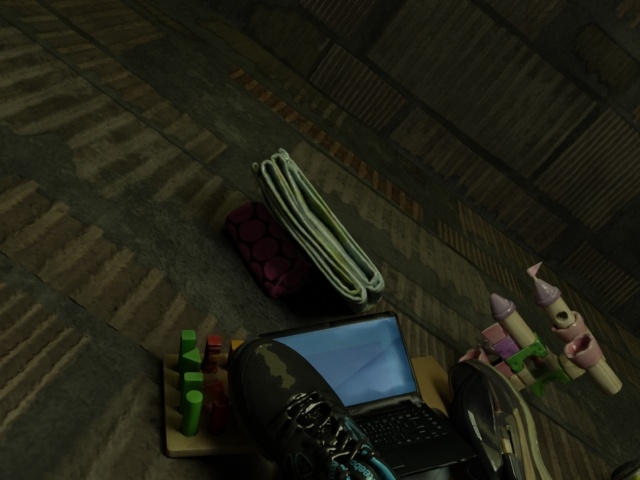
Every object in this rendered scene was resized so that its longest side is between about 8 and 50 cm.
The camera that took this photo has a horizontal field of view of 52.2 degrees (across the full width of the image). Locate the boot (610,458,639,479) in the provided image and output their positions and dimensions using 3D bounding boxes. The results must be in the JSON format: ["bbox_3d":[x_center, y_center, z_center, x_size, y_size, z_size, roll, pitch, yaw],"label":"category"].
[{"bbox_3d":[0.814,0.652,1.426,0.348,0.131,0.260,34,23,-13],"label":"boot"}]

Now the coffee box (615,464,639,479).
[{"bbox_3d":[0.318,0.416,0.593,0.334,0.337,0.338,10,38,-51],"label":"coffee box"}]

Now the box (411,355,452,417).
[{"bbox_3d":[0.244,0.321,1.319,0.164,0.021,0.201,6,39,-53],"label":"box"}]

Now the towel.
[{"bbox_3d":[0.000,0.000,1.284,0.320,0.090,0.374,53,-1,10],"label":"towel"}]

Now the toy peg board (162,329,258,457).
[{"bbox_3d":[-0.121,0.190,0.859,0.160,0.079,0.161,2,36,-17],"label":"toy peg board"}]

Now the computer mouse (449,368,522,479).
[{"bbox_3d":[0.221,0.289,0.903,0.060,0.184,0.262,-1,56,1],"label":"computer mouse"}]

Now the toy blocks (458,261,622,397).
[{"bbox_3d":[0.424,0.213,1.405,0.260,0.288,0.309,49,20,-10],"label":"toy blocks"}]

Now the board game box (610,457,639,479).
[{"bbox_3d":[0.624,0.514,1.169,0.224,0.303,0.097,46,24,18],"label":"board game box"}]

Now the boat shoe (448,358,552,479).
[{"bbox_3d":[0.308,0.365,1.162,0.130,0.132,0.355,13,41,-35],"label":"boat shoe"}]

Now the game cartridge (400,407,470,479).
[{"bbox_3d":[0.207,0.414,0.942,0.297,0.062,0.198,53,35,4],"label":"game cartridge"}]

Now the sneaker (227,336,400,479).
[{"bbox_3d":[0.017,0.241,0.748,0.125,0.140,0.341,-29,72,-31],"label":"sneaker"}]

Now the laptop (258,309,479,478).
[{"bbox_3d":[0.056,0.218,0.933,0.234,0.137,0.264,-9,13,-15],"label":"laptop"}]

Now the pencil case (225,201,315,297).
[{"bbox_3d":[-0.102,0.011,1.273,0.095,0.098,0.209,6,39,-53],"label":"pencil case"}]
